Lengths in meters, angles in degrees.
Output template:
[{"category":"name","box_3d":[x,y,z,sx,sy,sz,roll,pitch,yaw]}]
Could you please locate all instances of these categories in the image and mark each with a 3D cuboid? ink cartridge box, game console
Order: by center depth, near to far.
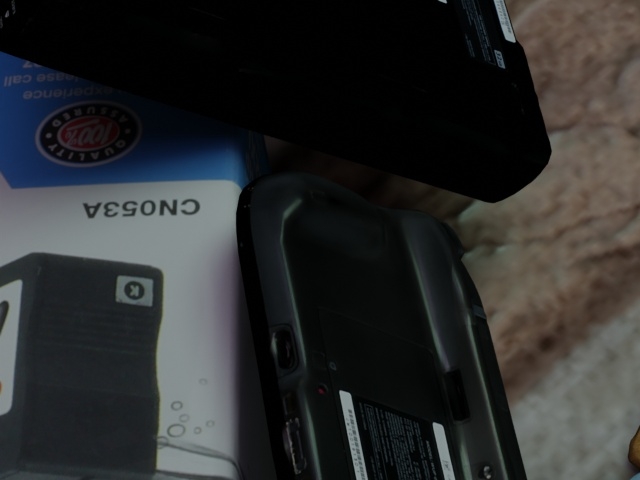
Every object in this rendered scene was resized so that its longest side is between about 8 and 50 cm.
[{"category":"game console","box_3d":[0.000,0.000,0.577,0.213,0.044,0.361,15,50,-39]},{"category":"ink cartridge box","box_3d":[-0.128,0.090,0.602,0.223,0.129,0.307,-3,53,3]}]

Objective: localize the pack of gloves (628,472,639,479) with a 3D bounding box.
[{"category":"pack of gloves","box_3d":[0.221,0.106,0.602,0.232,0.046,0.195,-7,54,1]}]

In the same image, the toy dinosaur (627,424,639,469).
[{"category":"toy dinosaur","box_3d":[0.116,0.099,0.585,0.211,0.064,0.112,0,57,18]}]
